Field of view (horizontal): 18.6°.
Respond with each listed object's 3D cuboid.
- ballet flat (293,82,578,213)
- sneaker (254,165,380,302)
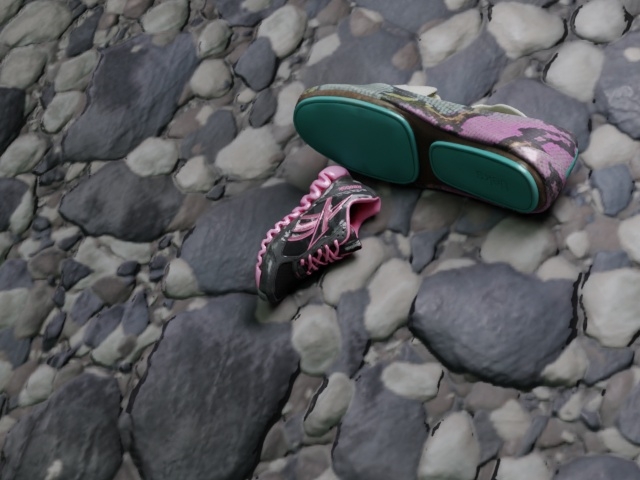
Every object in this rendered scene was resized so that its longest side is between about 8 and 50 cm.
[{"bbox_3d":[0.088,-0.077,1.420,0.221,0.077,0.079,17,43,31],"label":"ballet flat"},{"bbox_3d":[0.000,0.000,1.415,0.057,0.047,0.119,27,69,28],"label":"sneaker"}]
